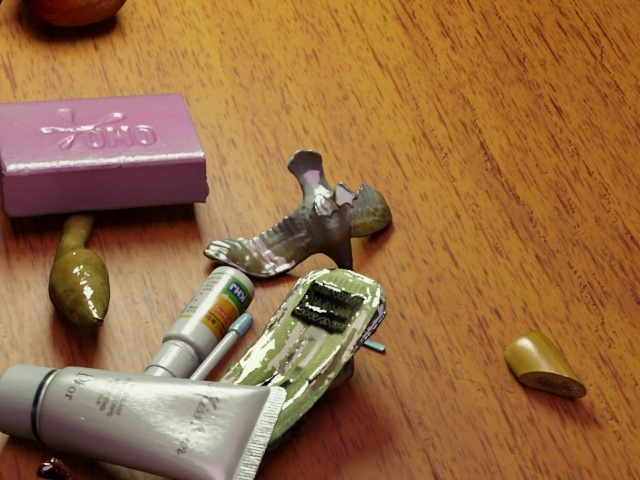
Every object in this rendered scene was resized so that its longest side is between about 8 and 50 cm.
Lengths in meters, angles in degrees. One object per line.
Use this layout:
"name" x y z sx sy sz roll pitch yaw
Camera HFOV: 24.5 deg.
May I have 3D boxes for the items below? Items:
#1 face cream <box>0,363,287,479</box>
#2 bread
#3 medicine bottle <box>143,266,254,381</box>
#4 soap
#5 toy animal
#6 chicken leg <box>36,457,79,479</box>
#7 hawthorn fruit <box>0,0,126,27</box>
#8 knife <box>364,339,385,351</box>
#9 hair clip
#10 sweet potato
"face cream" -0.200 0.195 1.584 0.314 0.089 0.143 8 48 17
"bread" 0.268 0.155 1.777 0.062 0.049 0.103 -16 50 -23
"medicine bottle" -0.140 0.121 1.715 0.092 0.061 0.221 -3 37 36
"soap" -0.284 -0.113 1.886 0.259 0.081 0.181 -5 35 -13
"toy animal" 0.003 -0.005 1.828 0.272 0.160 0.197 -22 56 -19
"chicken leg" -0.197 0.290 1.554 0.219 0.048 0.089 12 83 -1
"hawthorn fruit" -0.375 -0.373 2.098 0.194 0.157 0.157 -22 53 -5
"knife" 0.038 0.116 1.802 0.091 0.005 0.014 21 48 11
"hair clip" -0.044 0.168 1.673 0.138 0.091 0.321 15 49 41
"sweet potato" -0.292 0.038 1.773 0.075 0.075 0.269 -2 33 -12
